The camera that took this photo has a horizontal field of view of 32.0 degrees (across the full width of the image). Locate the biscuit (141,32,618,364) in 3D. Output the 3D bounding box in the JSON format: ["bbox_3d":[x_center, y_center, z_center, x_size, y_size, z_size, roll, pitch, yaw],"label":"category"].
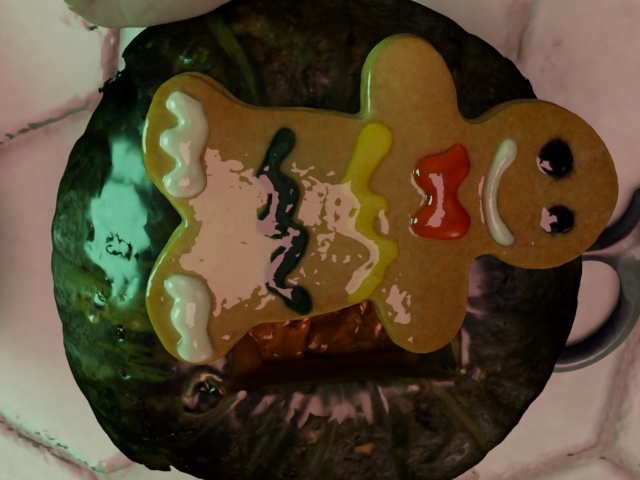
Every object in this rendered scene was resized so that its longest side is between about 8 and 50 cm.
[{"bbox_3d":[0.031,-0.019,0.542,0.240,0.035,0.158,-8,99,-7],"label":"biscuit"}]

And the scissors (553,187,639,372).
[{"bbox_3d":[0.253,-0.079,0.716,0.255,0.029,0.384,0,114,2],"label":"scissors"}]

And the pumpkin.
[{"bbox_3d":[0.000,0.000,0.653,0.320,0.192,0.321,-1,94,-8],"label":"pumpkin"}]

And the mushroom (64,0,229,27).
[{"bbox_3d":[-0.023,-0.260,0.570,0.109,0.097,0.351,26,86,33],"label":"mushroom"}]
